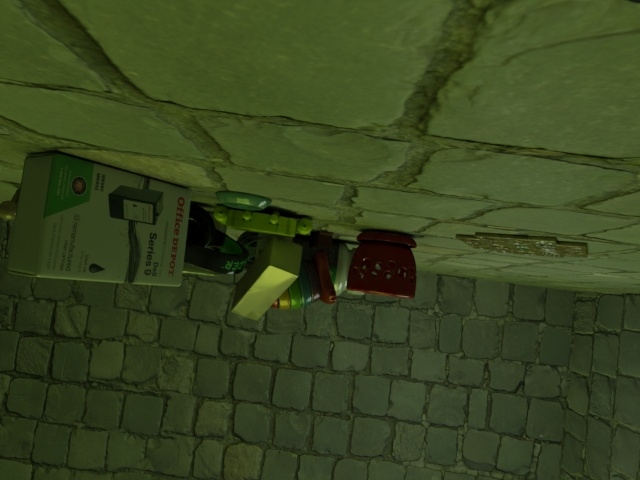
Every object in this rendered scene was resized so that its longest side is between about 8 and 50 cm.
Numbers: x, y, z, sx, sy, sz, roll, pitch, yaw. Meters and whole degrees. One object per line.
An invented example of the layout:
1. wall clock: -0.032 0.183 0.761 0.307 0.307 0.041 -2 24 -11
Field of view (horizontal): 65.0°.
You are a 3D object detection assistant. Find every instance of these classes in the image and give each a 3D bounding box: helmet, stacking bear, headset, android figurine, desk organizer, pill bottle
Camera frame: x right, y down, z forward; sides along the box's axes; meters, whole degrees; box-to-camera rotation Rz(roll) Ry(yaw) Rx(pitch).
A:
1. helmet: -0.201 0.032 1.659 0.162 0.169 0.169 -8 -178 -25
2. stacking bear: -0.118 0.149 1.599 0.289 0.175 0.164 -11 168 -13
3. headset: -0.370 -0.002 1.233 0.394 0.185 0.243 28 -172 14
4. android figurine: -0.143 -0.045 1.265 0.248 0.056 0.273 8 177 -1
5. desk organizer: 0.000 0.000 1.617 0.047 0.050 0.130 9 175 -14
6. pill bottle: -0.010 0.094 1.844 0.361 0.204 0.204 7 175 0

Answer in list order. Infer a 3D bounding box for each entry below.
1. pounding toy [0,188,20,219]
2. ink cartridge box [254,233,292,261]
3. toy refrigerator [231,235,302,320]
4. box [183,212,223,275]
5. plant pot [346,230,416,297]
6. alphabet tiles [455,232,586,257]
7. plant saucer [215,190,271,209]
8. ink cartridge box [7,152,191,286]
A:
1. pounding toy: -0.749 -0.086 1.417 0.237 0.110 0.183 31 -160 -24
2. ink cartridge box: -0.132 0.011 1.450 0.099 0.135 0.056 8 178 -1
3. toy refrigerator: -0.148 0.111 1.383 0.094 0.102 0.269 23 137 -18
4. box: -0.352 0.011 1.501 0.119 0.180 0.182 8 176 -6
5. plant pot: 0.175 0.066 1.396 0.191 0.174 0.191 7 176 1
6. alphabet tiles: 0.508 0.015 1.260 0.285 0.011 0.342 5 175 29
7. plant saucer: -0.163 -0.081 1.063 0.119 0.021 0.119 8 175 1
8. ink cartridge box: -0.401 -0.027 0.955 0.122 0.211 0.289 2 174 37
